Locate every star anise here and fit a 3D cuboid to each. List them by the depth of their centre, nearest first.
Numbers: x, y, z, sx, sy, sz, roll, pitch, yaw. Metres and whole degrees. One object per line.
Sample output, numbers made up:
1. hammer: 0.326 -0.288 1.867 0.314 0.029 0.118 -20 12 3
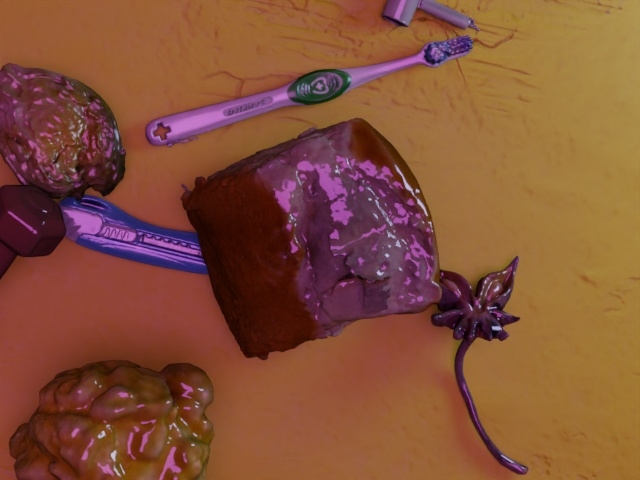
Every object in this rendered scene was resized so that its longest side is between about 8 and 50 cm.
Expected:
1. star anise: 0.207 0.153 1.797 0.148 0.218 0.227 -27 142 -34

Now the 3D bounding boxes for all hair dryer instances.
1. hair dryer: 0.141 -0.282 1.761 0.124 0.038 0.063 22 91 -15

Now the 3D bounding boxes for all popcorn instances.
1. popcorn: -0.239 0.249 1.637 0.242 0.235 0.250 4 110 -10

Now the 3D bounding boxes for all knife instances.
1. knife: -0.215 -0.005 1.725 0.222 0.031 0.064 15 86 -8

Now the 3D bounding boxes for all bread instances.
1. bread: 0.000 0.000 1.638 0.225 0.279 0.250 -24 96 -26

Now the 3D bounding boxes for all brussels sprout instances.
1. brussels sprout: -0.315 -0.126 1.676 0.139 0.100 0.181 -44 86 -8

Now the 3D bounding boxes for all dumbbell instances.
1. dumbbell: -0.384 0.035 1.640 0.082 0.092 0.231 49 115 18

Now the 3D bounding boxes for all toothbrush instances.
1. toothbrush: -0.012 -0.185 1.745 0.418 0.040 0.042 -16 92 -2
